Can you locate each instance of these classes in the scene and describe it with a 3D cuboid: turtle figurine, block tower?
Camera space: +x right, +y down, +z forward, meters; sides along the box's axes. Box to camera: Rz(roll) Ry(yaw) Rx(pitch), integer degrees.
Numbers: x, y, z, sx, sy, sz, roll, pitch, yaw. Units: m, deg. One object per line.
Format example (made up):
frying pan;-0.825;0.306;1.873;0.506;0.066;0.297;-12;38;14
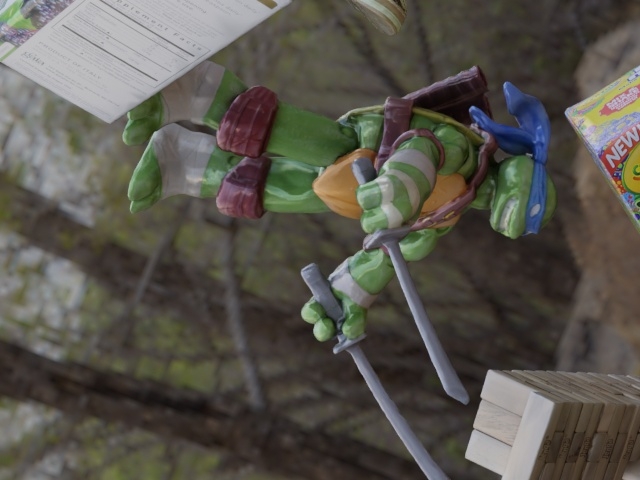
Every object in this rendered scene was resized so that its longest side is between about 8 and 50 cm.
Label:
turtle figurine;0.000;0.000;1.215;0.198;0.266;0.275;-4;-68;-82
block tower;0.276;0.183;1.861;0.097;0.335;0.091;23;100;41

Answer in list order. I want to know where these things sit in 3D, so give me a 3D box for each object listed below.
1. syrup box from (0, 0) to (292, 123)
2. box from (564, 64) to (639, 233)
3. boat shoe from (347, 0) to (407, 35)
syrup box;-0.090;-0.153;1.057;0.237;0.096;0.093;-25;40;58
box;0.412;-0.059;1.660;0.290;0.279;0.177;-33;14;8
boat shoe;0.050;-0.233;1.805;0.048;0.056;0.153;-44;23;3
